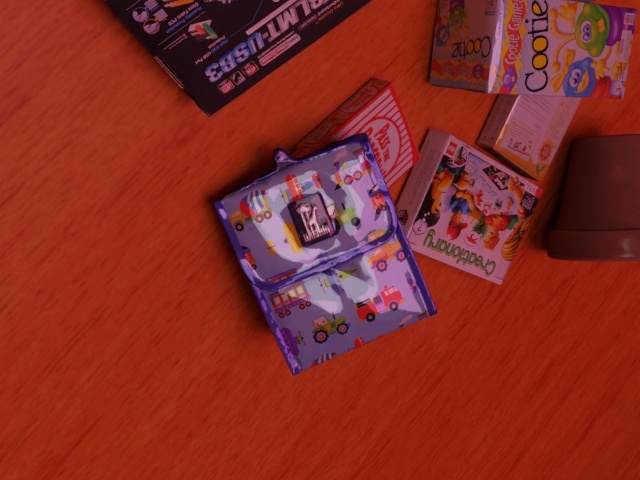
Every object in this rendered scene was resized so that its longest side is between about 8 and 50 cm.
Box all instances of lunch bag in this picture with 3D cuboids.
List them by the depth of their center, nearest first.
[{"bbox_3d":[0.000,0.000,1.100,0.221,0.138,0.293,-24,114,-1],"label":"lunch bag"}]

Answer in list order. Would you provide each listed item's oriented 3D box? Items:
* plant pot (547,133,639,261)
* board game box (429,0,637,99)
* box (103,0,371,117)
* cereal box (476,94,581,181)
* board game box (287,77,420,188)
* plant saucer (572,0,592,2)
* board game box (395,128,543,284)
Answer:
[{"bbox_3d":[0.563,-0.082,1.515,0.263,0.263,0.229,-5,95,-40],"label":"plant pot"},{"bbox_3d":[0.325,-0.297,1.226,0.275,0.144,0.142,-4,106,-29],"label":"board game box"},{"bbox_3d":[-0.095,-0.322,0.856,0.295,0.073,0.293,-34,135,10],"label":"box"},{"bbox_3d":[0.382,-0.242,1.403,0.173,0.047,0.240,24,91,-43],"label":"cereal box"},{"bbox_3d":[0.049,-0.120,1.168,0.193,0.045,0.147,-44,131,-18],"label":"board game box"},{"bbox_3d":[0.457,-0.451,1.223,0.317,0.317,0.043,-8,74,-39],"label":"plant saucer"},{"bbox_3d":[0.252,-0.049,1.371,0.305,0.053,0.193,19,96,-44],"label":"board game box"}]
